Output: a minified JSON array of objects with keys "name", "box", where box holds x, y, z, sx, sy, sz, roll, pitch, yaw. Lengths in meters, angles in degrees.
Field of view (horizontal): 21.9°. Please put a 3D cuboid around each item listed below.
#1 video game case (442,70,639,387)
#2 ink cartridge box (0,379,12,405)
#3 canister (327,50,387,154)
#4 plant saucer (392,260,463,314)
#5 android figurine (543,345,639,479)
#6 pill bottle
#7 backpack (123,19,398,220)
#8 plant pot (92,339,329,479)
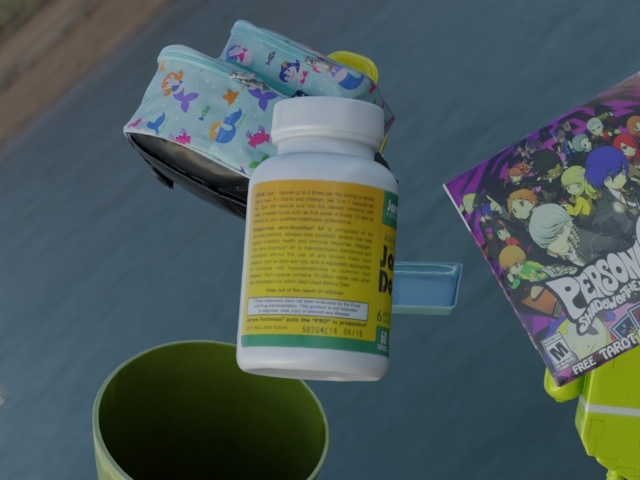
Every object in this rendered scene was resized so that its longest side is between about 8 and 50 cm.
[{"name":"video game case","box":[0.258,-0.016,1.451,0.232,0.210,0.042,-29,-5,9]},{"name":"ink cartridge box","box":[-0.467,0.207,1.901,0.062,0.109,0.209,-22,19,50]},{"name":"canister","box":[0.025,-0.119,1.814,0.170,0.073,0.126,76,-147,-70]},{"name":"plant saucer","box":[0.034,0.044,1.534,0.192,0.018,0.067,1,37,12]},{"name":"android figurine","box":[0.359,0.140,1.720,0.056,0.248,0.272,-94,9,-73]},{"name":"pill bottle","box":[0.000,0.000,1.269,0.118,0.118,0.208,-13,71,62]},{"name":"backpack","box":[-0.057,-0.103,1.626,0.225,0.254,0.191,44,-115,-72]},{"name":"plant pot","box":[-0.150,0.319,1.996,0.274,0.275,0.293,-59,-14,-50]}]
